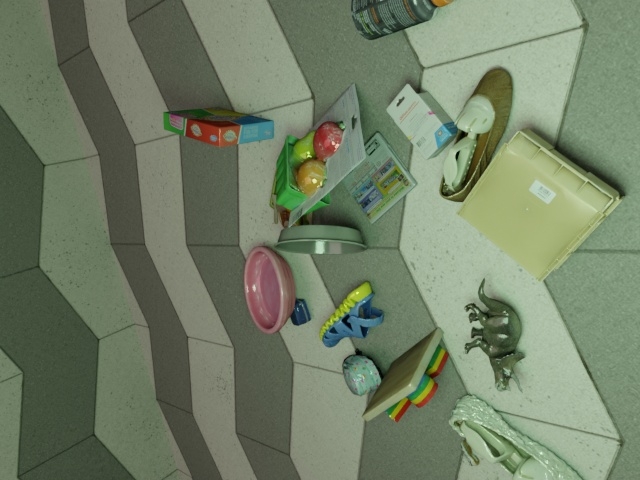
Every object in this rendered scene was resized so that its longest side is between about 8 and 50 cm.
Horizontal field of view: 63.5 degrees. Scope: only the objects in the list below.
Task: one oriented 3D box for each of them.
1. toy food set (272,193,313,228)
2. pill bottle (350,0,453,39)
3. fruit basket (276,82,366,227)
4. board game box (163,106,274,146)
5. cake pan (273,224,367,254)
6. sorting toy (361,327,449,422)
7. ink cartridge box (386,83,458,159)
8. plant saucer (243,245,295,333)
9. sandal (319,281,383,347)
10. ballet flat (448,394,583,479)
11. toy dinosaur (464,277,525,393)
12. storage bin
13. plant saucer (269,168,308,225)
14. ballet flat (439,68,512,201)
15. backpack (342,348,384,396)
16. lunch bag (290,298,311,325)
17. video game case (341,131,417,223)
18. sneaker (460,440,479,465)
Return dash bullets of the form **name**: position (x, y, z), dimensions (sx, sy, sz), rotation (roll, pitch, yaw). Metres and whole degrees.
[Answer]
- **toy food set**: position (-0.109, -0.085, 1.782), dimensions (0.192, 0.039, 0.132), rotation (18, 118, 38)
- **pill bottle**: position (0.205, -0.590, 1.273), dimensions (0.246, 0.131, 0.130), rotation (0, 107, 44)
- **fruit basket**: position (0.012, -0.246, 1.536), dimensions (0.353, 0.166, 0.326), rotation (-36, 42, 34)
- **board game box**: position (-0.357, -0.403, 1.812), dimensions (0.317, 0.242, 0.064), rotation (22, 119, 36)
- **cake pan**: position (0.000, 0.000, 1.626), dimensions (0.293, 0.293, 0.054), rotation (-8, 77, 45)
- **sorting toy**: position (0.272, 0.424, 1.554), dimensions (0.089, 0.255, 0.257), rotation (41, 133, 3)
- **ink cartridge box**: position (0.271, -0.318, 1.371), dimensions (0.181, 0.062, 0.104), rotation (54, 135, 12)
- **plant saucer**: position (-0.188, 0.183, 1.955), dimensions (0.332, 0.084, 0.331), rotation (13, 105, 58)
- **sandal**: position (0.105, 0.282, 1.743), dimensions (0.138, 0.126, 0.317), rotation (47, 134, 14)
- **ballet flat**: position (0.531, 0.608, 1.449), dimensions (0.409, 0.147, 0.146), rotation (35, 128, 30)
- **toy dinosaur**: position (0.476, 0.239, 1.393), dimensions (0.161, 0.121, 0.313), rotation (5, 106, 30)
- **storage bin**: position (0.502, -0.087, 1.204), dimensions (0.262, 0.123, 0.260), rotation (45, 132, 22)
- **plant saucer**: position (-0.111, -0.152, 1.819), dimensions (0.188, 0.045, 0.188), rotation (35, 128, 29)
- **ballet flat**: position (0.365, -0.243, 1.265), dimensions (0.116, 0.124, 0.342), rotation (40, 130, 36)
- **backpack**: position (0.142, 0.457, 1.745), dimensions (0.151, 0.115, 0.182), rotation (58, 165, 2)
- **lunch bag**: position (-0.079, 0.266, 1.950), dimensions (0.067, 0.065, 0.098), rotation (-2, 107, 60)
- **video game case**: position (0.166, -0.184, 1.556), dimensions (0.193, 0.023, 0.212), rotation (56, 135, 11)
- **sneaker**: position (0.460, 0.671, 1.623), dimensions (0.083, 0.032, 0.037), rotation (58, 135, 10)
